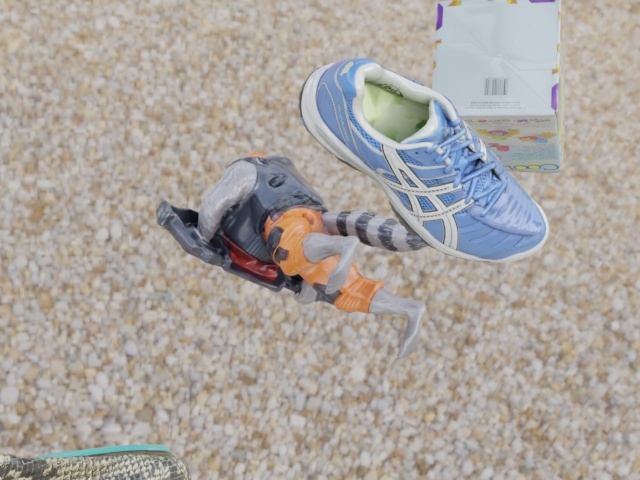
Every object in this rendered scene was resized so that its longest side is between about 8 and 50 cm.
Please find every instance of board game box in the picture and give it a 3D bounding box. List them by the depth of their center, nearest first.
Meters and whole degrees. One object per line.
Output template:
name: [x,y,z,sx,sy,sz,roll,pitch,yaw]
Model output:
board game box: [0.231,-0.185,1.267,0.144,0.275,0.142,2,81,15]

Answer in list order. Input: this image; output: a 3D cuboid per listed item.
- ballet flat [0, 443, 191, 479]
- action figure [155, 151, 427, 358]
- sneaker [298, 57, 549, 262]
ballet flat: [-0.302,0.266,0.927,0.483,0.164,0.182,19,44,-44]
action figure: [0.000,0.000,1.199,0.330,0.178,0.341,38,10,40]
sneaker: [0.079,-0.053,0.717,0.211,0.081,0.080,33,76,-12]
